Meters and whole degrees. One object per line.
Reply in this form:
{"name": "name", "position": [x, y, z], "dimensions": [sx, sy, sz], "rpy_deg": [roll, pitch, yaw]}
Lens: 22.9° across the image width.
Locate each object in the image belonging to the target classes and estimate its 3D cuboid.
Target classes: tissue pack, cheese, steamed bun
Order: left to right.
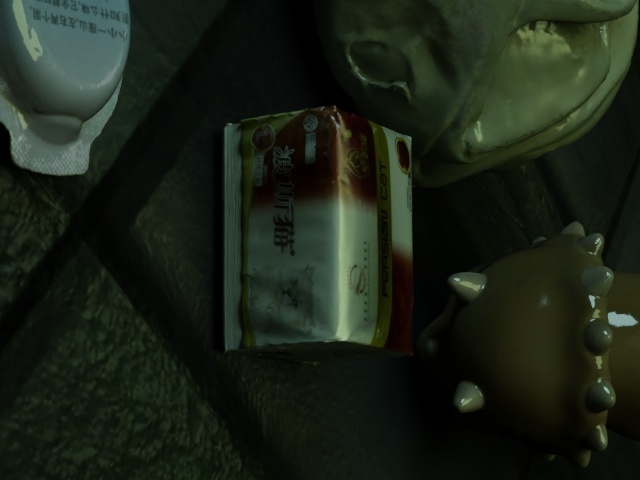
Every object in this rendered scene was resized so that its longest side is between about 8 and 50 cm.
{"name": "cheese", "position": [-0.152, -0.156, 0.858], "dimensions": [0.135, 0.052, 0.244], "rpy_deg": [6, 78, -59]}
{"name": "tissue pack", "position": [0.001, 0.000, 1.015], "dimensions": [0.106, 0.099, 0.148], "rpy_deg": [14, 72, -55]}
{"name": "steamed bun", "position": [0.140, -0.209, 1.155], "dimensions": [0.310, 0.219, 0.324], "rpy_deg": [-24, 104, -55]}

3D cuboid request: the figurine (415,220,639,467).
{"name": "figurine", "position": [0.200, 0.082, 1.174], "dimensions": [0.173, 0.247, 0.177], "rpy_deg": [81, 29, -85]}
